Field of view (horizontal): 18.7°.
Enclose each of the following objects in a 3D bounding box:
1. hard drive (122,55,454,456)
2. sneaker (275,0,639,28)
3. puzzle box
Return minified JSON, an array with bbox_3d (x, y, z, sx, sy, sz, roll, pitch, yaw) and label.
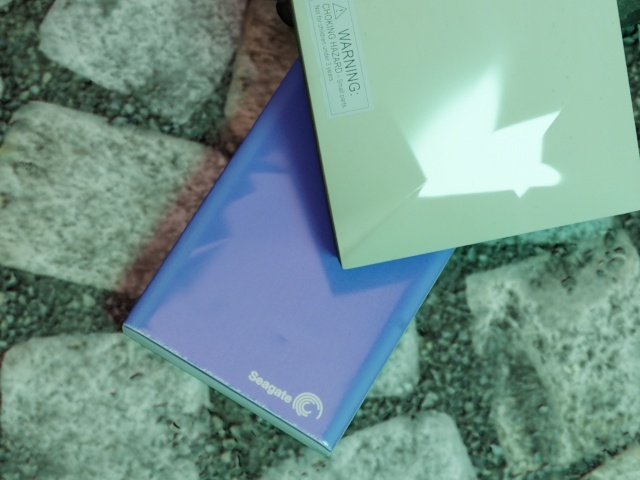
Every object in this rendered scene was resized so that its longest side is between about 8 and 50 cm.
[{"bbox_3d":[0.000,0.000,1.706,0.210,0.040,0.319,31,73,4],"label":"hard drive"},{"bbox_3d":[0.179,-0.231,1.747,0.483,0.185,0.202,9,102,-6],"label":"sneaker"},{"bbox_3d":[0.111,-0.200,1.627,0.272,0.052,0.409,-11,101,-3],"label":"puzzle box"}]
